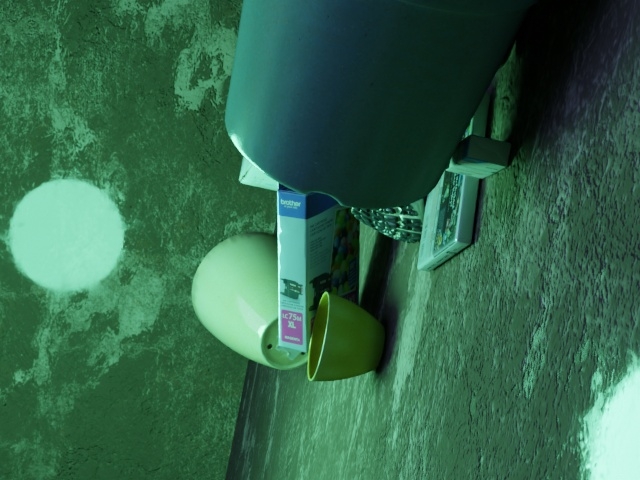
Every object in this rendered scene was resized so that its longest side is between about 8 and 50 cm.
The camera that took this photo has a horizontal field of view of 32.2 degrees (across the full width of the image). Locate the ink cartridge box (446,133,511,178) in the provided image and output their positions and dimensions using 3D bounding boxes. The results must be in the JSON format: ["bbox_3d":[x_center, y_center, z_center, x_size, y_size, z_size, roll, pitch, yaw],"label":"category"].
[{"bbox_3d":[0.174,-0.093,1.234,0.083,0.048,0.028,148,134,-78],"label":"ink cartridge box"}]

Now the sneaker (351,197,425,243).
[{"bbox_3d":[0.113,-0.101,1.494,0.122,0.110,0.283,-58,-17,-26],"label":"sneaker"}]

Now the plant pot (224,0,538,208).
[{"bbox_3d":[0.058,-0.237,1.155,0.341,0.341,0.334,-90,16,-53],"label":"plant pot"}]

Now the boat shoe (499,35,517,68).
[{"bbox_3d":[0.203,-0.269,1.246,0.049,0.056,0.152,120,160,-81],"label":"boat shoe"}]

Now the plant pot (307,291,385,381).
[{"bbox_3d":[0.042,0.150,1.649,0.134,0.095,0.134,-169,90,-82],"label":"plant pot"}]

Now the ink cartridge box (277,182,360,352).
[{"bbox_3d":[0.000,0.000,1.751,0.186,0.065,0.311,-31,-56,-57],"label":"ink cartridge box"}]

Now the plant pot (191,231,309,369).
[{"bbox_3d":[-0.103,0.146,2.260,0.274,0.257,0.256,-137,57,-61],"label":"plant pot"}]

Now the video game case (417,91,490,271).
[{"bbox_3d":[0.164,-0.069,1.374,0.173,0.022,0.190,129,151,-74],"label":"video game case"}]

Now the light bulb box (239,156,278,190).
[{"bbox_3d":[0.009,-0.282,1.996,0.358,0.225,0.361,141,141,-77],"label":"light bulb box"}]
